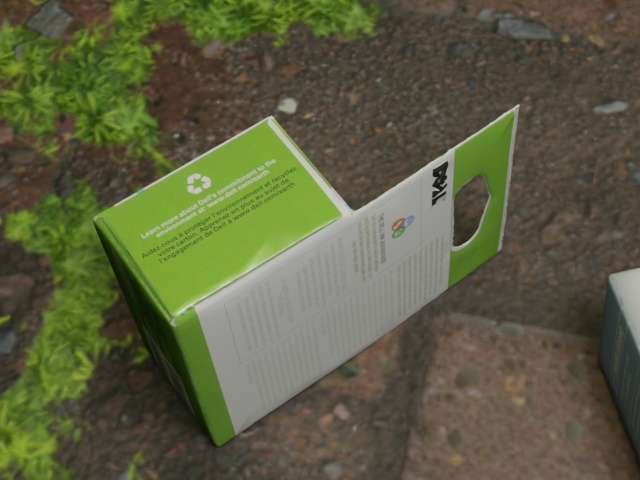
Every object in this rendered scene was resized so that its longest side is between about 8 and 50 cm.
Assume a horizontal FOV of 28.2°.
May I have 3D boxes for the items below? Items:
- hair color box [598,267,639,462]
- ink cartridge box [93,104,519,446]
[{"bbox_3d":[0.313,0.176,0.741,0.185,0.114,0.374,-13,53,-2],"label":"hair color box"},{"bbox_3d":[0.000,0.000,0.847,0.255,0.189,0.097,-33,62,-15],"label":"ink cartridge box"}]
